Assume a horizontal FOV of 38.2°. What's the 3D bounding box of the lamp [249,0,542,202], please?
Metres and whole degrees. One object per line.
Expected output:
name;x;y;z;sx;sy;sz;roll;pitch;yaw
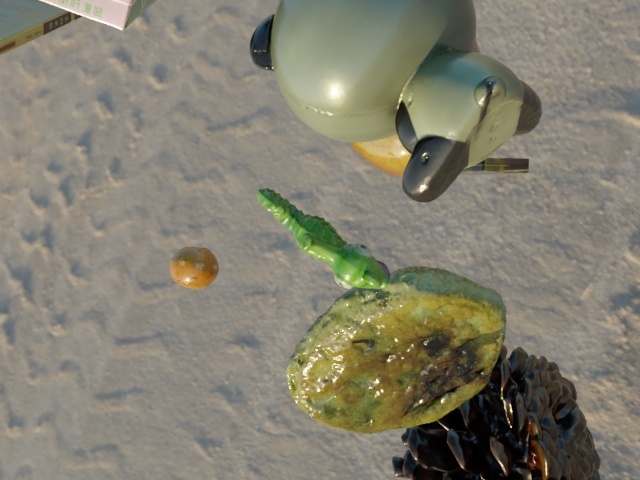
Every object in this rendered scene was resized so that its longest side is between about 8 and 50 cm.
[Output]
lamp;0.068;-0.160;0.819;0.244;0.197;0.198;46;105;25

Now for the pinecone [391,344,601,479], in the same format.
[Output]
pinecone;0.309;0.394;1.608;0.397;0.397;0.398;-25;52;37

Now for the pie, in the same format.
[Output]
pie;0.119;0.165;1.282;0.323;0.323;0.071;-43;34;22

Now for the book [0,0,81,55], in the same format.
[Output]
book;-0.464;-0.322;1.321;0.231;0.161;0.026;-52;-23;-54

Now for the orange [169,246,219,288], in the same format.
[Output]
orange;-0.214;0.045;1.565;0.083;0.083;0.070;24;102;51

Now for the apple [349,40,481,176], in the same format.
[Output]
apple;0.119;-0.207;1.227;0.210;0.173;0.235;24;123;22

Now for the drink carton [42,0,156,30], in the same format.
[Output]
drink carton;-0.279;-0.352;1.126;0.271;0.161;0.108;-95;25;-69

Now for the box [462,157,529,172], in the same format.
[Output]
box;0.226;-0.108;1.350;0.133;0.090;0.023;3;96;56

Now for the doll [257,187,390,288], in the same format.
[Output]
doll;0.000;0.000;1.003;0.190;0.115;0.050;37;92;34
